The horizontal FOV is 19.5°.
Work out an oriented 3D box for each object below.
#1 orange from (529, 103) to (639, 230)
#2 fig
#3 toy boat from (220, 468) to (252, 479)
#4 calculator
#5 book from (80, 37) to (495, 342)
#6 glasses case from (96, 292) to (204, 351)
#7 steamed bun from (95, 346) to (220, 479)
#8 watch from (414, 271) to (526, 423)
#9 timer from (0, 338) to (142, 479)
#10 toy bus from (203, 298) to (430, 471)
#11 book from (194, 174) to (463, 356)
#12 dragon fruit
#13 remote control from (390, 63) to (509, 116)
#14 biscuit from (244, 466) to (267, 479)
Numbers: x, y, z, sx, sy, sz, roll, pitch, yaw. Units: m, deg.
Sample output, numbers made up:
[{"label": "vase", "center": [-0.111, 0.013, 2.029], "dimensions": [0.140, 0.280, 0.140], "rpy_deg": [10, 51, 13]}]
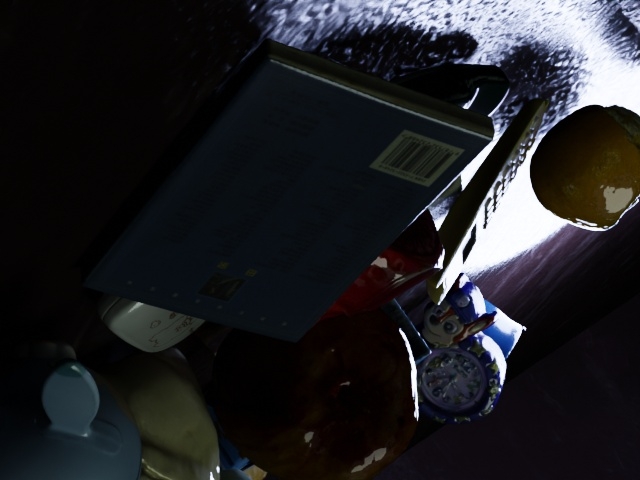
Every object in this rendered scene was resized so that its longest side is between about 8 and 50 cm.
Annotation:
[{"label": "orange", "center": [0.309, -0.081, 2.093], "dimensions": [0.156, 0.134, 0.156], "rpy_deg": [-27, 176, -2]}, {"label": "fig", "center": [-0.046, 0.152, 1.723], "dimensions": [0.290, 0.190, 0.191], "rpy_deg": [-24, 180, 41]}, {"label": "toy boat", "center": [-0.188, 0.368, 2.135], "dimensions": [0.330, 0.123, 0.215], "rpy_deg": [-20, 159, 12]}, {"label": "calculator", "center": [0.169, -0.048, 1.913], "dimensions": [0.236, 0.033, 0.157], "rpy_deg": [-57, 169, -8]}, {"label": "book", "center": [-0.028, -0.026, 1.336], "dimensions": [0.191, 0.025, 0.269], "rpy_deg": [17, 136, -29]}, {"label": "glasses case", "center": [-0.132, 0.053, 1.516], "dimensions": [0.074, 0.049, 0.193], "rpy_deg": [-37, 167, 0]}, {"label": "steamed bun", "center": [-0.219, 0.256, 1.660], "dimensions": [0.289, 0.203, 0.276], "rpy_deg": [-26, 164, -41]}, {"label": "watch", "center": [0.194, 0.150, 2.611], "dimensions": [0.196, 0.171, 0.200], "rpy_deg": [-43, -178, 18]}, {"label": "timer", "center": [-0.219, 0.130, 1.409], "dimensions": [0.175, 0.175, 0.255], "rpy_deg": [-30, 137, -30]}, {"label": "toy bus", "center": [-0.016, 0.171, 2.175], "dimensions": [0.297, 0.106, 0.131], "rpy_deg": [-25, 165, -41]}, {"label": "book", "center": [0.015, 0.024, 1.858], "dimensions": [0.300, 0.039, 0.428], "rpy_deg": [-37, 168, -3]}, {"label": "dragon fruit", "center": [0.000, 0.000, 1.516], "dimensions": [0.262, 0.189, 0.163], "rpy_deg": [2, 109, -66]}, {"label": "remote control", "center": [0.095, -0.113, 1.560], "dimensions": [0.072, 0.042, 0.222], "rpy_deg": [-45, 165, 26]}, {"label": "biscuit", "center": [-0.160, 0.319, 2.346], "dimensions": [0.213, 0.091, 0.274], "rpy_deg": [-36, 170, -15]}]
